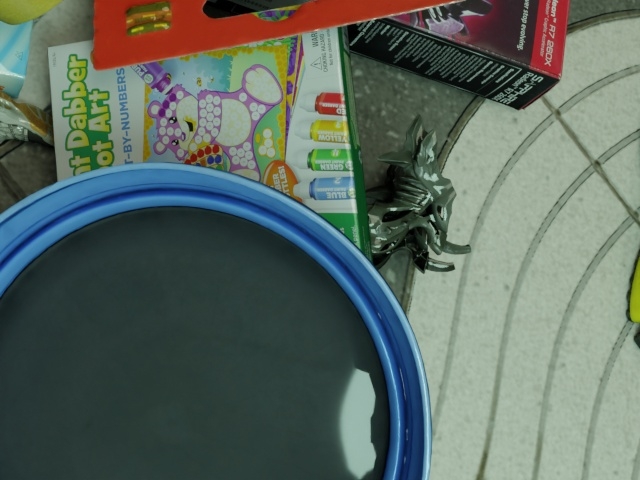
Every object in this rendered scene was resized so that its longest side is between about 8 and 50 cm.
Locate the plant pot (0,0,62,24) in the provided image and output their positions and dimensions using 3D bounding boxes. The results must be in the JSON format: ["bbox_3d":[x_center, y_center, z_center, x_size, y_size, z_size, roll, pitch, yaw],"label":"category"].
[{"bbox_3d":[-0.244,-0.227,0.917,0.134,0.134,0.095,-49,128,-25],"label":"plant pot"}]

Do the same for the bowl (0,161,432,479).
[{"bbox_3d":[-0.113,0.138,0.864,0.391,0.077,0.391,0,92,4],"label":"bowl"}]

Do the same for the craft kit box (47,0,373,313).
[{"bbox_3d":[-0.090,-0.053,0.951,0.247,0.061,0.249,-9,82,13],"label":"craft kit box"}]

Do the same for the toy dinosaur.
[{"bbox_3d":[0.000,0.000,1.024,0.218,0.164,0.322,-23,103,-10],"label":"toy dinosaur"}]

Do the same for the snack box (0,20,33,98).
[{"bbox_3d":[-0.328,-0.291,0.991,0.187,0.060,0.321,8,73,-20],"label":"snack box"}]

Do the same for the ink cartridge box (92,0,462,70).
[{"bbox_3d":[-0.058,-0.339,0.966,0.308,0.091,0.385,-10,60,6],"label":"ink cartridge box"}]

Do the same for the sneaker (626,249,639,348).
[{"bbox_3d":[0.412,-0.045,1.174,0.134,0.146,0.343,16,70,-17],"label":"sneaker"}]

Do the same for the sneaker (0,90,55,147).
[{"bbox_3d":[-0.258,-0.097,0.988,0.083,0.037,0.032,30,30,-33],"label":"sneaker"}]

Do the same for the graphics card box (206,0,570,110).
[{"bbox_3d":[0.069,-0.293,1.132,0.371,0.094,0.232,16,71,-16],"label":"graphics card box"}]
